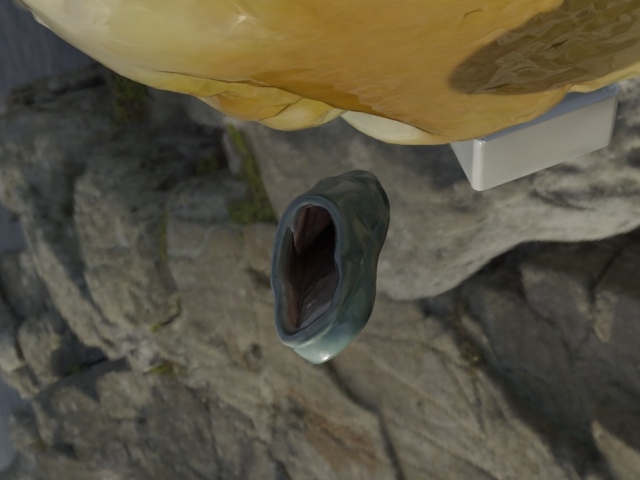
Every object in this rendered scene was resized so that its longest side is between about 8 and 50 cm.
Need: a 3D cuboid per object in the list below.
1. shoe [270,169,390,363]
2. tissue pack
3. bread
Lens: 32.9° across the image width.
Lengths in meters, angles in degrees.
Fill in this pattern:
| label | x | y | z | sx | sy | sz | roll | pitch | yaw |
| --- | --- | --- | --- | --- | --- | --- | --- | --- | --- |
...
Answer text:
| label | x | y | z | sx | sy | sz | roll | pitch | yaw |
| --- | --- | --- | --- | --- | --- | --- | --- | --- | --- |
| shoe | 0.000 | 0.000 | 0.971 | 0.103 | 0.251 | 0.100 | -29 | 119 | 22 |
| tissue pack | 0.331 | -0.212 | 1.732 | 0.136 | 0.246 | 0.159 | 79 | 171 | -60 |
| bread | 0.021 | -0.149 | 0.415 | 0.329 | 0.424 | 0.245 | 40 | 101 | 19 |
